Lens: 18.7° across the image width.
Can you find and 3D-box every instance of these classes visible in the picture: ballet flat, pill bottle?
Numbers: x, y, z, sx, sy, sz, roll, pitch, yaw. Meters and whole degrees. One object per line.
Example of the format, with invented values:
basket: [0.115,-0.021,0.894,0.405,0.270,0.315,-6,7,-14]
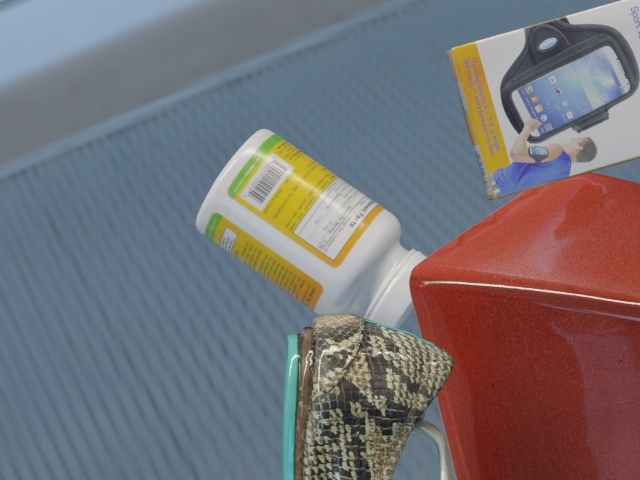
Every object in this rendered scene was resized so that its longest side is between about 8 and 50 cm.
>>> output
ballet flat: [0.022,0.305,1.588,0.182,0.482,0.164,11,5,-3]
pill bottle: [0.000,0.000,2.102,0.246,0.136,0.136,35,49,6]

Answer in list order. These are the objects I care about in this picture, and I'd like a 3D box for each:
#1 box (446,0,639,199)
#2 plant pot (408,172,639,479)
box: [0.141,-0.077,0.992,0.136,0.081,0.028,-16,2,0]
plant pot: [0.273,0.100,1.732,0.236,0.267,0.267,1,23,41]
